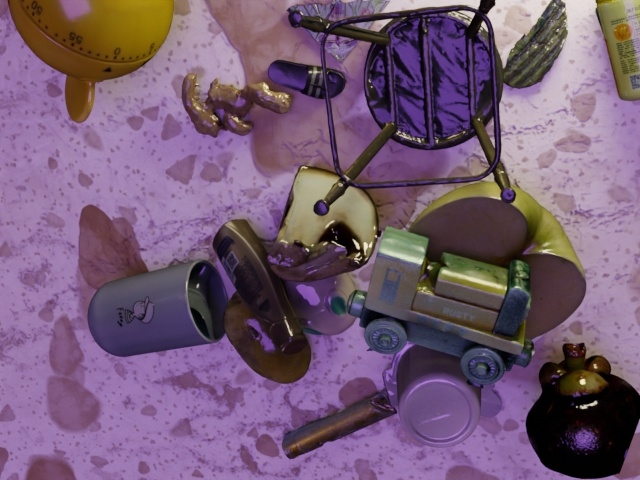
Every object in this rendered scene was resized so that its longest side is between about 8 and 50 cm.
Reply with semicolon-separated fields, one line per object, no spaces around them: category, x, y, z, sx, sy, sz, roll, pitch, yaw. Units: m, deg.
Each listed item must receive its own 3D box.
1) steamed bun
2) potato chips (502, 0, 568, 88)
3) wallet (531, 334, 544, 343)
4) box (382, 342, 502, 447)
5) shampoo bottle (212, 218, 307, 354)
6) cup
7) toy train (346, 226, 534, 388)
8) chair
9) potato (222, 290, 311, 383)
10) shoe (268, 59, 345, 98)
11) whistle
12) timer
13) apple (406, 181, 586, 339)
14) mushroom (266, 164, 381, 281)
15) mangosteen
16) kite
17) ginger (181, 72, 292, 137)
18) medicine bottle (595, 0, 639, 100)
steamed bun;-0.013;0.130;1.886;0.177;0.131;0.228;-39;93;22
potato chips;0.454;-0.400;1.636;0.091;0.028;0.208;35;115;0
wallet;0.427;0.229;1.813;0.190;0.033;0.095;-36;95;-8
box;0.290;0.371;1.837;0.291;0.206;0.262;34;108;-1
shampoo bottle;-0.138;0.109;1.839;0.350;0.084;0.126;56;130;29
cup;-0.405;0.177;1.964;0.312;0.205;0.206;-13;105;19
toy train;0.255;0.134;1.620;0.396;0.160;0.253;16;121;8
chair;0.187;-0.289;1.535;0.361;0.410;0.365;-3;107;16
potato;-0.122;0.237;1.926;0.160;0.111;0.272;-37;101;-13
shoe;-0.036;-0.356;1.766;0.179;0.049;0.071;16;113;9
whistle;0.044;0.473;2.028;0.326;0.057;0.068;-29;99;21
timer;-0.499;-0.491;1.708;0.376;0.376;0.387;43;136;-3
apple;0.340;0.061;1.686;0.360;0.311;0.320;-38;62;36
mushroom;0.008;0.000;1.766;0.217;0.292;0.212;19;123;-3
mangosteen;0.581;0.373;1.741;0.233;0.287;0.288;22;115;32
kite;0.035;-0.512;1.715;0.229;0.012;0.250;-4;107;12
ginger;-0.191;-0.302;1.824;0.258;0.065;0.149;6;123;7
medicine bottle;0.614;-0.400;1.546;0.124;0.124;0.239;-16;103;19
